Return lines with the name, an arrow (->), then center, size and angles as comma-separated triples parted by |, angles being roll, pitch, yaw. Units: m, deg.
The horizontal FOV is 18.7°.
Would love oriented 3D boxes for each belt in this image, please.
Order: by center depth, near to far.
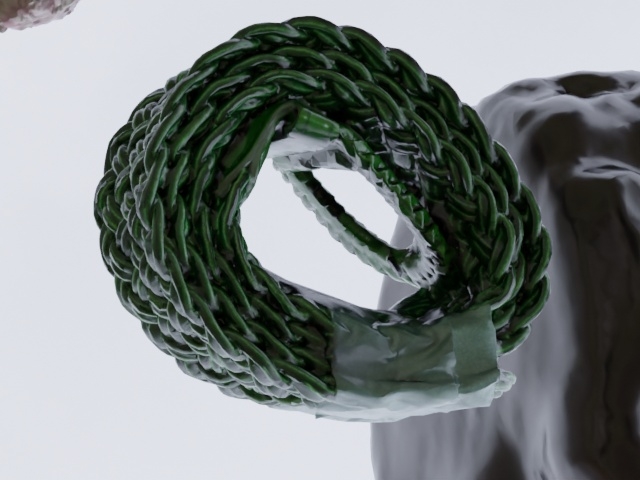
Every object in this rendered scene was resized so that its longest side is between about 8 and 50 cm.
belt -> 0.000, 0.000, 0.642 | 0.079, 0.151, 0.121 | -28, -143, 66

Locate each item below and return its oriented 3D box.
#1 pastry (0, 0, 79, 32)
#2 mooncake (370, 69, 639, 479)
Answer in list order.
pastry -> -0.182, -0.208, 1.215 | 0.265, 0.103, 0.112 | -129, -132, -66
mooncake -> 0.174, 0.071, 1.243 | 0.381, 0.212, 0.350 | 156, -70, -67
